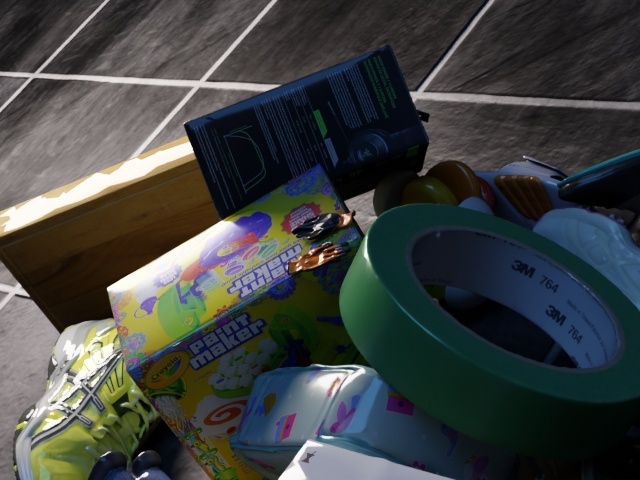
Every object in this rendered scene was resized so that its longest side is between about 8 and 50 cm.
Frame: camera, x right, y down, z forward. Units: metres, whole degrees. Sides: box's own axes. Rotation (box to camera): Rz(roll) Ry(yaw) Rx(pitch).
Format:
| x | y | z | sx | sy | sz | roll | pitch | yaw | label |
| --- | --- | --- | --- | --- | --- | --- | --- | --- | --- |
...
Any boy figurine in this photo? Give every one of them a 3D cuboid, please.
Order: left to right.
| x | y | z | sx | sy | sz | roll | pitch | yaw | label |
| --- | --- | --- | --- | --- | --- | --- | --- | --- | --- |
| -0.136 | 0.335 | 1.654 | 0.285 | 0.177 | 0.092 | 35 | 106 | 36 | boy figurine |

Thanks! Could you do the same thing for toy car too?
| x | y | z | sx | sy | sz | roll | pitch | yaw | label |
| --- | --- | --- | --- | --- | --- | --- | --- | --- | --- |
| 0.157 | -0.016 | 1.839 | 0.159 | 0.182 | 0.136 | 25 | 45 | 33 | toy car |

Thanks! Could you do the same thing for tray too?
| x | y | z | sx | sy | sz | roll | pitch | yaw | label |
| --- | --- | --- | --- | --- | --- | --- | --- | --- | --- |
| -0.239 | -0.014 | 2.113 | 0.411 | 0.203 | 0.076 | -20 | 35 | 18 | tray |

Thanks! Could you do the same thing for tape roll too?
| x | y | z | sx | sy | sz | roll | pitch | yaw | label |
| --- | --- | --- | --- | --- | --- | --- | --- | --- | --- |
| 0.180 | 0.083 | 1.497 | 0.321 | 0.321 | 0.077 | -107 | 35 | -55 | tape roll |

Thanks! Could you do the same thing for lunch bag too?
| x | y | z | sx | sy | sz | roll | pitch | yaw | label |
| --- | --- | --- | --- | --- | --- | --- | --- | --- | --- |
| 0.054 | 0.222 | 1.533 | 0.279 | 0.224 | 0.108 | -10 | 49 | 57 | lunch bag |

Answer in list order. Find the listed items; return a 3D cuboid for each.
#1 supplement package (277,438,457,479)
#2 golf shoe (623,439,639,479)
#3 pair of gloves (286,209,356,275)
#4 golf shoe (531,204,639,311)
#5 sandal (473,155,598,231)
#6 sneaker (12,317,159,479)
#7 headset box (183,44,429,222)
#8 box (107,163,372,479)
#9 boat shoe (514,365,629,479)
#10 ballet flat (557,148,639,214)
| x | y | z | sx | sy | sz | roll | pitch | yaw | label |
| --- | --- | --- | --- | --- | --- | --- | --- | --- | --- |
| 0.061 | 0.352 | 1.356 | 0.199 | 0.262 | 0.198 | 8 | 51 | 45 | supplement package |
| 0.383 | 0.222 | 1.433 | 0.094 | 0.077 | 0.198 | -41 | 36 | -13 | golf shoe |
| 0.000 | 0.000 | 1.579 | 0.074 | 0.010 | 0.083 | -16 | 39 | 22 | pair of gloves |
| 0.320 | 0.054 | 1.668 | 0.140 | 0.115 | 0.306 | -45 | 34 | -12 | golf shoe |
| 0.253 | -0.063 | 1.874 | 0.265 | 0.102 | 0.076 | 15 | 45 | 46 | sandal |
| -0.280 | 0.225 | 1.900 | 0.147 | 0.145 | 0.384 | -20 | 37 | 19 | sneaker |
| -0.004 | -0.116 | 1.850 | 0.283 | 0.131 | 0.246 | -21 | -6 | -1 | headset box |
| -0.041 | 0.121 | 1.718 | 0.290 | 0.279 | 0.177 | -30 | 34 | 3 | box |
| 0.251 | 0.257 | 1.481 | 0.104 | 0.111 | 0.307 | -36 | 24 | 17 | boat shoe |
| 0.410 | -0.086 | 1.753 | 0.280 | 0.096 | 0.095 | -28 | -2 | -17 | ballet flat |
